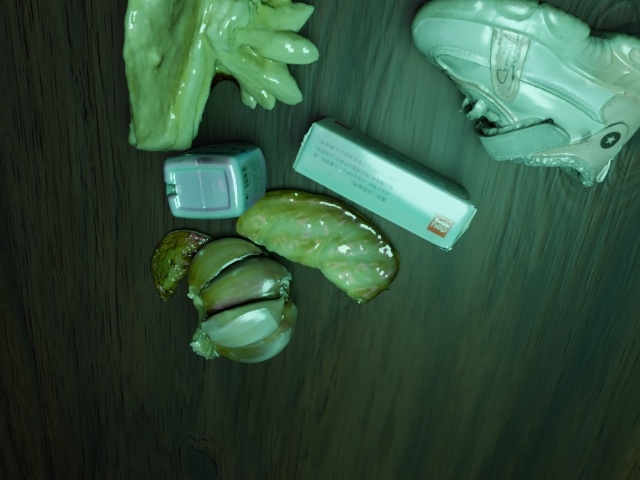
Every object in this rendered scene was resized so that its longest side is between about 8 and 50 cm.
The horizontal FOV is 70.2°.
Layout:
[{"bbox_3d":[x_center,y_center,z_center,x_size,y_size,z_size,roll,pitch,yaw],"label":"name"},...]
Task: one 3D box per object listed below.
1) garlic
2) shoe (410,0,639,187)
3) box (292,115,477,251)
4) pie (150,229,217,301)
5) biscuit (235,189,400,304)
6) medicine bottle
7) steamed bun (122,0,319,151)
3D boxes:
[{"bbox_3d":[-0.137,0.108,0.816,0.191,0.214,0.160,-21,136,-6],"label":"garlic"},{"bbox_3d":[0.275,-0.200,0.610,0.350,0.172,0.198,20,115,5],"label":"shoe"},{"bbox_3d":[0.100,-0.094,0.702,0.269,0.135,0.079,27,112,0],"label":"box"},{"bbox_3d":[-0.283,0.039,0.883,0.088,0.033,0.191,45,112,-3],"label":"pie"},{"bbox_3d":[0.001,-0.004,0.803,0.299,0.045,0.154,30,114,0],"label":"biscuit"},{"bbox_3d":[-0.151,-0.103,0.719,0.119,0.188,0.095,0,110,11],"label":"medicine bottle"},{"bbox_3d":[-0.139,-0.326,0.660,0.247,0.189,0.428,23,113,35],"label":"steamed bun"}]
